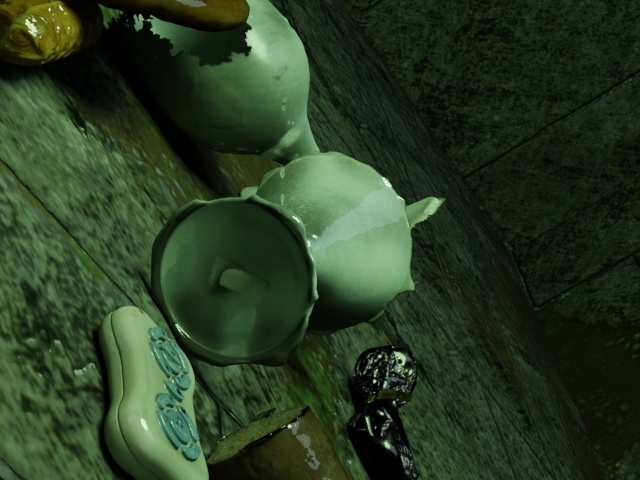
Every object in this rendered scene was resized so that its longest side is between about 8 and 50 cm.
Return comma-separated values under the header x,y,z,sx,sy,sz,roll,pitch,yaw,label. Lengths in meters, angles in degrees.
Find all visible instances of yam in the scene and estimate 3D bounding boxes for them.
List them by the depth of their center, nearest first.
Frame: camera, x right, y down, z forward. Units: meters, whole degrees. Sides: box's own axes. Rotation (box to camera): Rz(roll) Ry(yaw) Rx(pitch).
x,y,z,sx,sy,sz,roll,pitch,yaw,label
-0.011,0.168,0.842,0.127,0.084,0.084,63,12,-1,yam

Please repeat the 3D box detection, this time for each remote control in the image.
x,y,z,sx,sy,sz,roll,pitch,yaw,label
-0.095,0.092,0.783,0.074,0.032,0.122,50,14,-37,remote control

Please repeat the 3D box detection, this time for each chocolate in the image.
x,y,z,sx,sy,sz,roll,pitch,yaw,label
0.059,0.150,1.216,0.072,0.070,0.147,26,21,-14,chocolate

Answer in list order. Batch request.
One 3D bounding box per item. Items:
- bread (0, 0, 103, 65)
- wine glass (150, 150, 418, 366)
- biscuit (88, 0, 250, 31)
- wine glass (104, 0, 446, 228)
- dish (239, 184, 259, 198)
x,y,z,sx,sy,sz,roll,pitch,yaw,label
-0.189,-0.148,0.947,0.052,0.044,0.157,21,15,0,bread
-0.027,0.014,1.011,0.156,0.156,0.232,60,17,2,wine glass
-0.153,-0.201,1.020,0.212,0.036,0.212,21,16,-6,biscuit
-0.042,-0.102,1.185,0.321,0.143,0.143,48,13,-6,wine glass
0.000,0.000,1.335,0.154,0.064,0.234,60,13,2,dish
